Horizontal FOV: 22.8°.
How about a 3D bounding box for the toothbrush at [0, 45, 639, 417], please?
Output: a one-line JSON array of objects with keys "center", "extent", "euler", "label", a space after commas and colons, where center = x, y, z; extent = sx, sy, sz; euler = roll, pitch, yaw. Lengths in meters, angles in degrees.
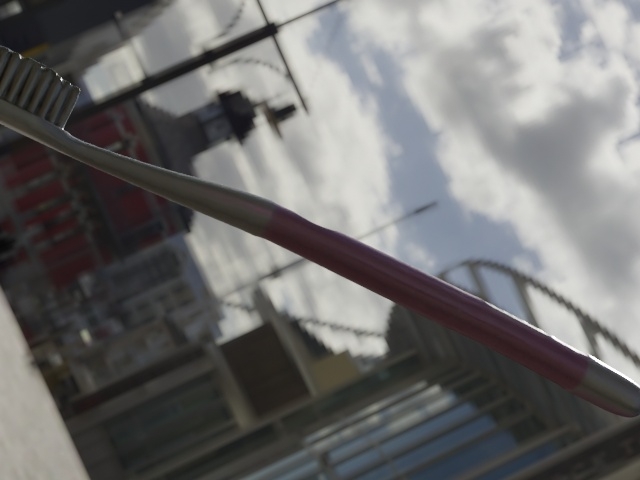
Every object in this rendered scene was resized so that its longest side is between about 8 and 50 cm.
[{"center": [0.000, 0.000, 0.574], "extent": [0.286, 0.025, 0.020], "euler": [26, -7, -15], "label": "toothbrush"}]
